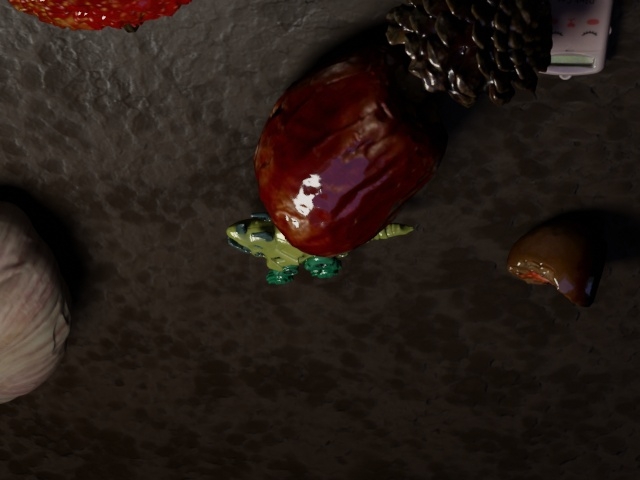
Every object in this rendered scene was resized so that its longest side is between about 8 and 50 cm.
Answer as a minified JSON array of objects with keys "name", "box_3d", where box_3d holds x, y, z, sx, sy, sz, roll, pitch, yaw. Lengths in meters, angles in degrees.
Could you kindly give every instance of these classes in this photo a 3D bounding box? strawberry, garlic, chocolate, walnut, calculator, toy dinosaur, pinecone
[{"name":"strawberry","box_3d":[-0.288,-0.315,1.893,0.233,0.138,0.306,38,134,-20]},{"name":"garlic","box_3d":[-0.504,0.101,2.259,0.317,0.259,0.317,1,138,1]},{"name":"chocolate","box_3d":[0.328,0.032,2.212,0.133,0.127,0.124,15,145,13]},{"name":"walnut","box_3d":[0.051,-0.114,2.051,0.269,0.222,0.244,-33,155,25]},{"name":"calculator","box_3d":[0.315,-0.272,1.981,0.100,0.032,0.175,1,134,4]},{"name":"toy dinosaur","box_3d":[0.000,0.000,2.212,0.259,0.094,0.153,-2,162,-1]},{"name":"pinecone","box_3d":[0.180,-0.252,1.907,0.204,0.179,0.184,0,167,26]}]
